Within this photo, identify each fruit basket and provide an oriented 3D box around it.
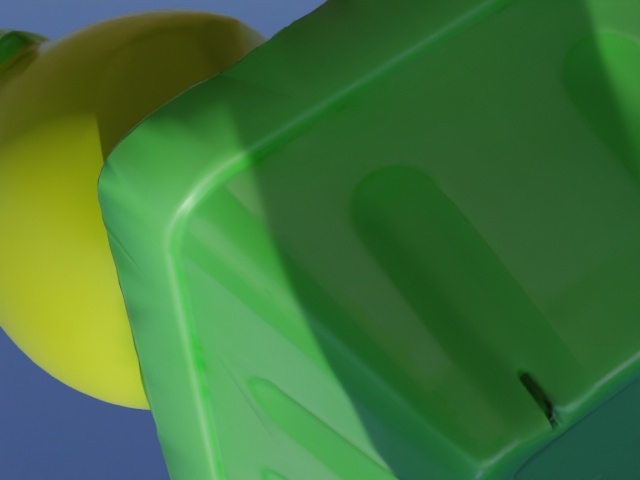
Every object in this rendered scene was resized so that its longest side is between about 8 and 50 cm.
[{"bbox_3d":[0.000,0.000,0.805,0.283,0.392,0.392,-33,-136,-17],"label":"fruit basket"}]
